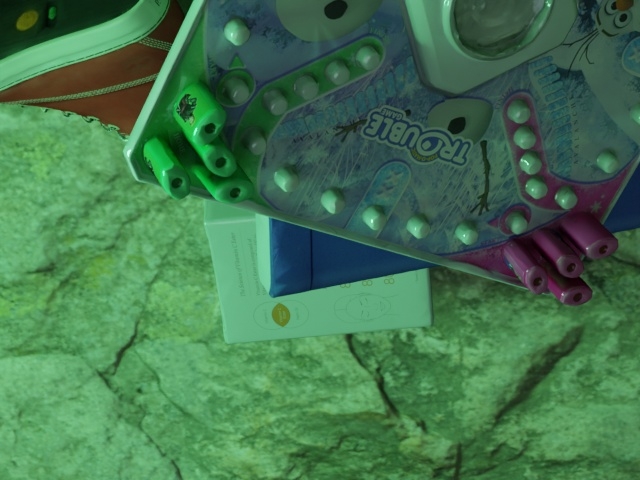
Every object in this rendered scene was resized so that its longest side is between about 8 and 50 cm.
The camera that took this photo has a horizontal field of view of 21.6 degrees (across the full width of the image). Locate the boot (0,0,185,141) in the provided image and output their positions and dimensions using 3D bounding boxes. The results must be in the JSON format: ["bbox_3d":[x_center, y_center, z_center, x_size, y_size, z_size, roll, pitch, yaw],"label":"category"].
[{"bbox_3d":[-0.194,-0.108,1.266,0.244,0.088,0.176,-11,143,20],"label":"boot"}]

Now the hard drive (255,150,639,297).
[{"bbox_3d":[0.108,-0.083,1.222,0.319,0.040,0.210,-10,120,-17],"label":"hard drive"}]

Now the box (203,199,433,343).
[{"bbox_3d":[0.000,0.000,1.342,0.171,0.091,0.130,-5,129,3],"label":"box"}]

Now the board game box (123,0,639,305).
[{"bbox_3d":[0.119,-0.155,1.107,0.390,0.050,0.390,15,111,-34],"label":"board game box"}]
